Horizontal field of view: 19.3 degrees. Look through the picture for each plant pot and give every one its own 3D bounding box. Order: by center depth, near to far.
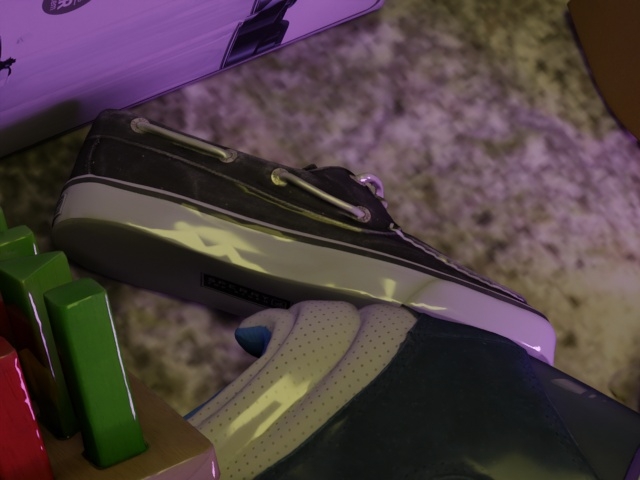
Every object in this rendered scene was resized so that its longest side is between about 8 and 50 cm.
[{"bbox_3d":[0.174,-0.089,0.879,0.081,0.081,0.083,-8,82,-18],"label":"plant pot"}]

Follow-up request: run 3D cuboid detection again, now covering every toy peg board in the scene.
[{"bbox_3d":[-0.146,0.056,0.678,0.160,0.161,0.079,-21,114,-21],"label":"toy peg board"}]

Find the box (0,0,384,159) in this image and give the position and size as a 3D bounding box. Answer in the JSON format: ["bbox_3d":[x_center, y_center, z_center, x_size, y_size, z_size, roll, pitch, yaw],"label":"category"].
[{"bbox_3d":[-0.092,-0.122,0.773,0.290,0.169,0.087,-24,75,-23],"label":"box"}]

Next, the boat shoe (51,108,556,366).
[{"bbox_3d":[0.000,0.000,0.793,0.219,0.078,0.070,19,65,-4],"label":"boat shoe"}]

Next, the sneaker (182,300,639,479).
[{"bbox_3d":[-0.003,0.180,0.710,0.236,0.130,0.323,20,81,20],"label":"sneaker"}]
